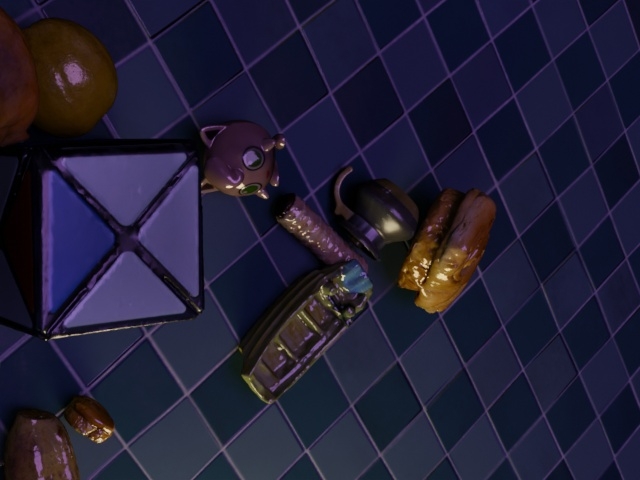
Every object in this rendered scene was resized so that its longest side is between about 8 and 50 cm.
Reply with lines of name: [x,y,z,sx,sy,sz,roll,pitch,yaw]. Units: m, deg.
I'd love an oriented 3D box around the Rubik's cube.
Rubik's cube: [-0.319,-0.013,1.495,0.246,0.248,0.250,-6,100,-36]

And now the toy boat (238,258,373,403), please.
toy boat: [-0.032,0.142,1.849,0.276,0.084,0.111,-47,124,-18]

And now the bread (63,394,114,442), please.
bread: [-0.339,0.262,1.632,0.081,0.083,0.046,37,83,8]

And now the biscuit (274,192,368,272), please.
biscuit: [0.000,0.000,1.865,0.219,0.055,0.061,41,77,-33]

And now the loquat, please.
loquat: [-0.452,-0.206,1.335,0.193,0.238,0.238,-36,119,-47]

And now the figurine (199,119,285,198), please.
figurine: [-0.125,-0.124,1.707,0.138,0.125,0.125,-5,100,-24]

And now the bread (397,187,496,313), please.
bread: [0.225,0.011,1.949,0.120,0.236,0.198,28,58,6]

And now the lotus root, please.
lotus root: [-0.395,0.367,1.595,0.110,0.097,0.259,-8,95,-40]

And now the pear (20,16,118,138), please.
pear: [-0.354,-0.223,1.501,0.149,0.149,0.162,-43,116,-25]

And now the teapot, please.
teapot: [0.085,-0.049,1.895,0.165,0.130,0.119,44,85,0]
